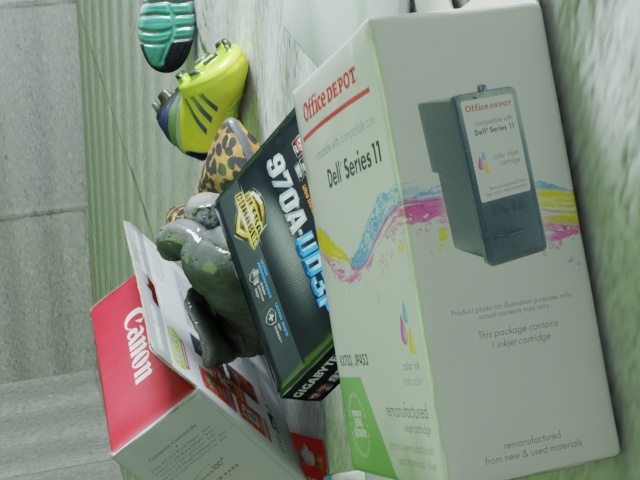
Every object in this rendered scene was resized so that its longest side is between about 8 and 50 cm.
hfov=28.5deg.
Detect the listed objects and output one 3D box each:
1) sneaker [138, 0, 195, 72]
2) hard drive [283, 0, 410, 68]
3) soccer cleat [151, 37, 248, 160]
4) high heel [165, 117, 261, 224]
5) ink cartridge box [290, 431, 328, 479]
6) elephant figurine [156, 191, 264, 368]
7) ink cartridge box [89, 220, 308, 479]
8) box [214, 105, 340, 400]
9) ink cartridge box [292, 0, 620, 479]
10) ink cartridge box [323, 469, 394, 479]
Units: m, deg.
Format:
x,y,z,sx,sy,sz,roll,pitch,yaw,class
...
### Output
x,y,z,sx,sy,sz,roll,pitch,yaw,class
-0.215,-0.358,1.817,0.098,0.083,0.223,-77,-10,-65,sneaker
0.020,-0.307,1.017,0.233,0.047,0.353,-122,29,-56,hard drive
-0.133,-0.171,1.603,0.121,0.093,0.289,52,160,-6,soccer cleat
-0.137,-0.074,1.574,0.261,0.093,0.186,18,123,55,high heel
-0.025,0.345,1.486,0.181,0.056,0.224,164,97,-73,ink cartridge box
-0.077,0.071,1.404,0.186,0.169,0.239,-50,-41,-47,elephant figurine
-0.172,0.161,1.487,0.272,0.130,0.309,47,-172,-30,ink cartridge box
0.000,0.000,1.079,0.175,0.051,0.220,-46,49,33,box
0.072,-0.026,0.833,0.207,0.119,0.353,155,107,-74,ink cartridge box
0.070,0.222,1.010,0.143,0.092,0.090,139,122,-72,ink cartridge box
